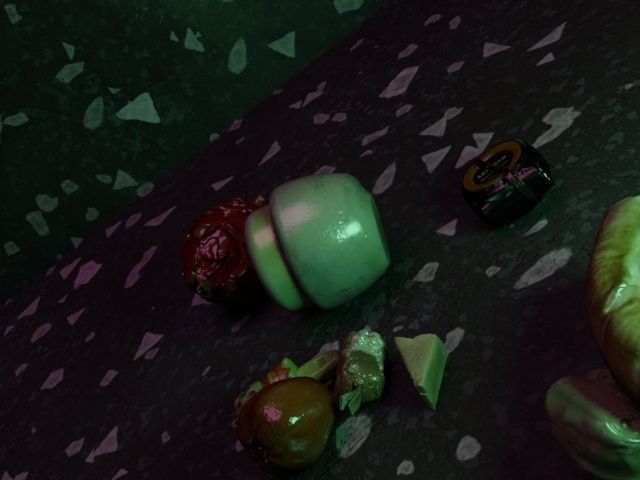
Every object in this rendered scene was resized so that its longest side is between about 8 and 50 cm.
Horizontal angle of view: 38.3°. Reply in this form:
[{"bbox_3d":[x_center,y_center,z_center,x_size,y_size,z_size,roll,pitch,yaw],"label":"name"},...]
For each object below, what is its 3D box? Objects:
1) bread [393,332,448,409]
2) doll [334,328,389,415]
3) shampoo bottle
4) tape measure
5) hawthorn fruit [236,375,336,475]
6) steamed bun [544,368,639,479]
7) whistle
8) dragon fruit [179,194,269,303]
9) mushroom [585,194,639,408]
[{"bbox_3d":[0.189,0.265,1.853,0.105,0.077,0.152,-13,33,32],"label":"bread"},{"bbox_3d":[0.085,0.281,1.921,0.221,0.105,0.115,-83,15,-53],"label":"doll"},{"bbox_3d":[0.000,0.000,2.210,0.317,0.322,0.322,-26,30,8],"label":"shampoo bottle"},{"bbox_3d":[0.429,-0.132,2.117,0.202,0.135,0.223,-40,24,18],"label":"tape measure"},{"bbox_3d":[-0.049,0.359,1.895,0.199,0.199,0.251,-5,29,46],"label":"hawthorn fruit"},{"bbox_3d":[0.458,0.297,1.427,0.211,0.144,0.218,-2,15,-24],"label":"steamed bun"},{"bbox_3d":[-0.079,0.331,2.035,0.288,0.106,0.131,-36,35,5],"label":"whistle"},{"bbox_3d":[-0.236,0.031,2.499,0.277,0.277,0.342,5,53,52],"label":"dragon fruit"},{"bbox_3d":[0.535,0.095,1.448,0.313,0.224,0.397,-40,25,0],"label":"mushroom"}]
